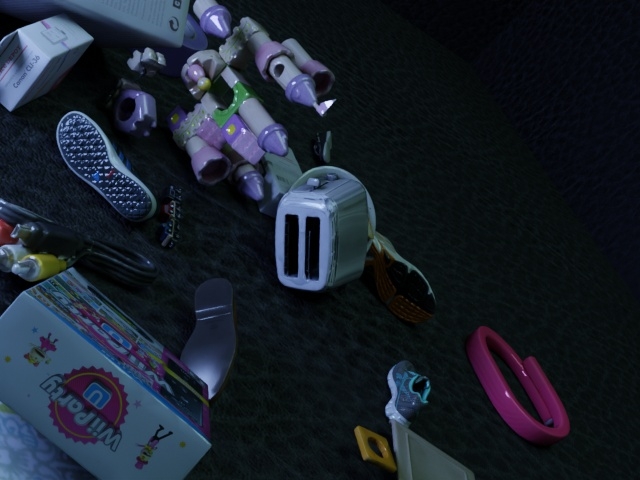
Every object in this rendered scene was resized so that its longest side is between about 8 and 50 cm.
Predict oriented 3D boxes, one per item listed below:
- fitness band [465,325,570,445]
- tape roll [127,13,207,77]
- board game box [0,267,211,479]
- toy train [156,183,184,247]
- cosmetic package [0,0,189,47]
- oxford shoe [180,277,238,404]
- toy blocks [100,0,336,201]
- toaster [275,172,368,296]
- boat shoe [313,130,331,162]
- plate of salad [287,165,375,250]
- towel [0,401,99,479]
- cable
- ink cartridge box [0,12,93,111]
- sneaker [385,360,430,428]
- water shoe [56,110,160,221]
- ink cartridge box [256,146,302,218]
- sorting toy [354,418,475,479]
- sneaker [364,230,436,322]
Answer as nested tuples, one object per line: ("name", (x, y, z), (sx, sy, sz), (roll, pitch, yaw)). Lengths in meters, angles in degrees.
("fitness band", (0.407, 0.301, 1.969), (0.209, 0.054, 0.291), (19, 34, -41))
("tape roll", (-0.326, -0.424, 1.913), (0.189, 0.080, 0.189), (35, 25, -20))
("board game box", (-0.224, 0.144, 0.984), (0.224, 0.097, 0.303), (41, -2, -7))
("toy train", (-0.238, -0.041, 1.498), (0.036, 0.027, 0.158), (29, 27, -24))
("cosmetic package", (-0.447, -0.448, 1.530), (0.230, 0.161, 0.453), (9, -1, 37))
("oxford shoe", (-0.142, 0.150, 1.300), (0.212, 0.076, 0.076), (-84, 166, -49))
("toy blocks", (-0.141, -0.214, 1.610), (0.309, 0.288, 0.260), (19, 29, -51))
("toaster", (0.000, 0.000, 1.642), (0.129, 0.227, 0.146), (9, 14, 26))
("boat shoe", (0.003, -0.214, 2.160), (0.125, 0.038, 0.046), (-83, 167, -55))
("plate of salad", (0.023, -0.041, 1.765), (0.200, 0.048, 0.199), (2, 85, -28))
("towel", (-0.259, 0.314, 0.819), (0.320, 0.090, 0.374), (41, 23, -2))
("cable", (-0.338, 0.016, 1.245), (0.139, 0.072, 0.287), (37, 6, 27))
("ink cartridge box", (-0.437, -0.268, 1.433), (0.067, 0.115, 0.198), (42, 25, -7))
("sneaker", (0.158, 0.251, 1.605), (0.065, 0.076, 0.166), (39, 24, -15))
("water shoe", (-0.324, -0.106, 1.437), (0.203, 0.073, 0.080), (51, 2, 4))
("ink cartridge box", (-0.085, -0.119, 1.832), (0.104, 0.060, 0.180), (23, 32, -40))
("sorting toy", (0.173, 0.384, 1.456), (0.348, 0.047, 0.196), (36, 21, -20))
("sneaker", (0.136, 0.049, 1.883), (0.262, 0.099, 0.121), (46, 19, 0))
